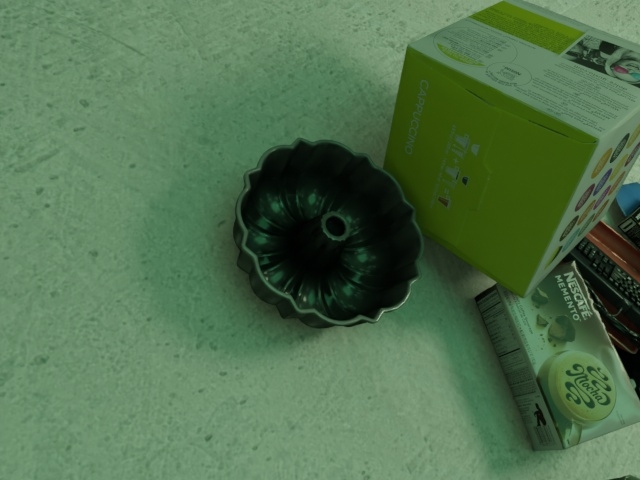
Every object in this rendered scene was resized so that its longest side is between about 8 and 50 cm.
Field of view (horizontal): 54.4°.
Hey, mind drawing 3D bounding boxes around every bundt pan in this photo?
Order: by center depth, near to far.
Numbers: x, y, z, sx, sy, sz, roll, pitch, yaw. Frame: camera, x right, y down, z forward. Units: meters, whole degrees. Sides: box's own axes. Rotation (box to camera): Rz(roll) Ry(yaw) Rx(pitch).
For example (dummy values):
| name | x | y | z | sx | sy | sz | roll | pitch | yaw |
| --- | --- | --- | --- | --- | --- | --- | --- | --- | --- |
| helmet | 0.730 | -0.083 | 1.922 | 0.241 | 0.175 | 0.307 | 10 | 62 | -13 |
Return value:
| name | x | y | z | sx | sy | sz | roll | pitch | yaw |
| --- | --- | --- | --- | --- | --- | --- | --- | --- | --- |
| bundt pan | 0.000 | 0.000 | 1.037 | 0.331 | 0.124 | 0.330 | 11 | 62 | -22 |

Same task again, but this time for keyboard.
| name | x | y | z | sx | sy | sz | roll | pitch | yaw |
| --- | --- | --- | --- | --- | --- | --- | --- | --- | --- |
| keyboard | 0.598 | 0.120 | 1.216 | 0.317 | 0.033 | 0.201 | 43 | 45 | 12 |

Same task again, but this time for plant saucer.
| name | x | y | z | sx | sy | sz | roll | pitch | yaw |
| --- | --- | --- | --- | --- | --- | --- | --- | --- | --- |
| plant saucer | 0.582 | 0.075 | 1.317 | 0.259 | 0.047 | 0.258 | 40 | 56 | 2 |

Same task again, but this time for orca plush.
| name | x | y | z | sx | sy | sz | roll | pitch | yaw |
| --- | --- | --- | --- | --- | --- | --- | --- | --- | --- |
| orca plush | 0.695 | 0.225 | 1.275 | 0.151 | 0.102 | 0.287 | 49 | 56 | 3 |

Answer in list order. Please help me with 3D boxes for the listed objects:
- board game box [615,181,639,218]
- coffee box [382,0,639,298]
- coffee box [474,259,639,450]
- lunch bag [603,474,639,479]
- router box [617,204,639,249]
| name | x | y | z | sx | sy | sz | roll | pitch | yaw |
| --- | --- | --- | --- | --- | --- | --- | --- | --- | --- |
| board game box | 0.759 | -0.073 | 1.496 | 0.169 | 0.033 | 0.133 | -11 | 66 | -35 |
| coffee box | 0.345 | -0.175 | 1.093 | 0.338 | 0.337 | 0.334 | 36 | 52 | 27 |
| coffee box | 0.422 | 0.204 | 1.120 | 0.168 | 0.119 | 0.297 | -14 | 73 | -12 |
| lunch bag | 0.498 | 0.490 | 0.970 | 0.287 | 0.235 | 0.168 | 24 | 55 | -14 |
| router box | 0.763 | -0.024 | 1.406 | 0.179 | 0.046 | 0.133 | -28 | 73 | -41 |
